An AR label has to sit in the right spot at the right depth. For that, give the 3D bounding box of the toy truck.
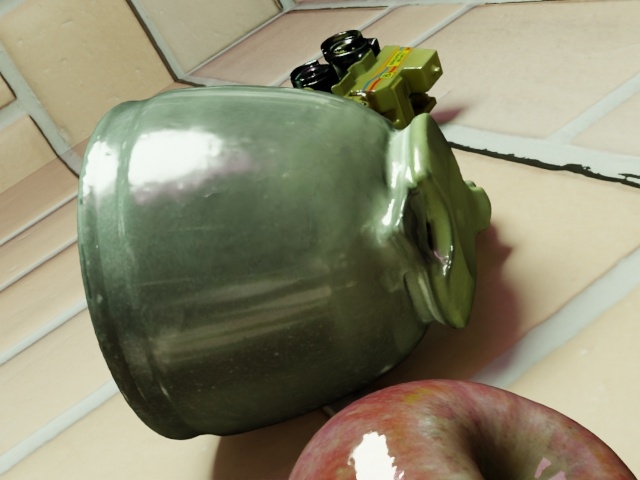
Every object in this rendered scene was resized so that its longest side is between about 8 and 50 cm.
[{"bbox_3d":[0.022,-0.101,1.080,0.127,0.127,0.257,7,40,38],"label":"toy truck"}]

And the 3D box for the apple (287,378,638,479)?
[{"bbox_3d":[0.056,0.128,0.435,0.153,0.154,0.120,-70,1,-60],"label":"apple"}]

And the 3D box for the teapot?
[{"bbox_3d":[0.000,0.020,0.769,0.240,0.321,0.239,-9,66,14],"label":"teapot"}]
